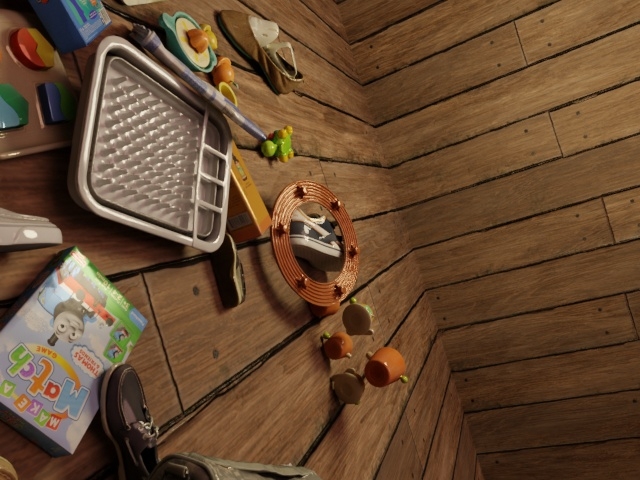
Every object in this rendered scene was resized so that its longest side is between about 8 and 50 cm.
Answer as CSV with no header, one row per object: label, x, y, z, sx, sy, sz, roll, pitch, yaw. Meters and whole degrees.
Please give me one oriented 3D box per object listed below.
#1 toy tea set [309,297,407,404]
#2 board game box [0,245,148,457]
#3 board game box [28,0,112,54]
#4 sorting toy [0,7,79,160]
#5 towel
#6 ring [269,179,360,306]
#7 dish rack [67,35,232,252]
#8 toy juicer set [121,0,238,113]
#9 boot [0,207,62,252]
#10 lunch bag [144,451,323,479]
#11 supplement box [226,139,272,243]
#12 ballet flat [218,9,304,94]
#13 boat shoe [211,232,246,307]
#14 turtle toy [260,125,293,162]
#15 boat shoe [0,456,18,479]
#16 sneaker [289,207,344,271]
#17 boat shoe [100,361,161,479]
toy tea set,0.102,0.271,1.306,0.124,0.200,0.336,-8,76,-59
board game box,-0.325,0.134,0.601,0.160,0.039,0.211,59,27,-31
board game box,-0.406,-0.408,0.705,0.160,0.047,0.210,-100,172,-54
sorting toy,-0.416,-0.224,0.648,0.208,0.038,0.193,67,23,-13
towel,-0.241,-0.312,0.933,0.285,0.034,0.209,36,6,-37
ring,0.002,0.002,1.226,0.336,0.032,0.337,19,65,-45
dish rack,-0.279,-0.142,0.806,0.333,0.072,0.286,29,60,-62
toy juicer set,-0.285,-0.462,1.065,0.329,0.089,0.209,52,30,-40
boot,-0.396,-0.050,0.489,0.258,0.095,0.123,5,76,-65
lunch bag,-0.114,0.414,0.596,0.305,0.212,0.256,43,58,-49
supplement box,-0.195,-0.116,1.041,0.233,0.080,0.078,68,22,-17
ballet flat,-0.154,-0.570,1.405,0.342,0.124,0.116,42,37,-51
boat shoe,-0.186,0.061,0.970,0.049,0.056,0.152,-2,86,-72
turtle toy,-0.122,-0.270,1.335,0.130,0.066,0.095,-54,147,-60
boat shoe,-0.321,0.331,0.397,0.104,0.089,0.285,47,33,-46
sneaker,0.000,0.000,1.349,0.321,0.126,0.128,32,51,-56
boat shoe,-0.237,0.260,0.634,0.075,0.065,0.206,-35,118,-74
